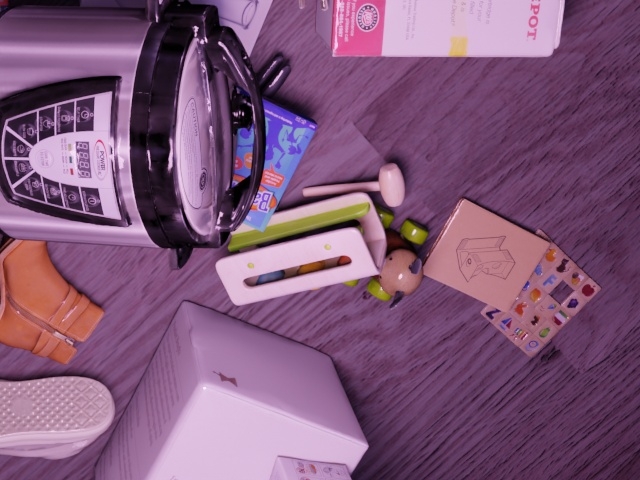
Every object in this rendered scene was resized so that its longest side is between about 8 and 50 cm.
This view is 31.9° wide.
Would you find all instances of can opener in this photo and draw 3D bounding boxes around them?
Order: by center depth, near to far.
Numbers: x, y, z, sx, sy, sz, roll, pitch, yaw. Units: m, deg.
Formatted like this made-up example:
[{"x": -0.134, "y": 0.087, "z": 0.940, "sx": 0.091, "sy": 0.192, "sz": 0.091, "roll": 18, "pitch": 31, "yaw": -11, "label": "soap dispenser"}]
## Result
[{"x": -0.115, "y": -0.237, "z": 1.922, "sx": 0.186, "sy": 0.059, "sz": 0.073, "roll": -57, "pitch": 156, "yaw": 18, "label": "can opener"}]

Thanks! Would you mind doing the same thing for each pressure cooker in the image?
[{"x": -0.288, "y": -0.175, "z": 1.685, "sx": 0.420, "sy": 0.376, "sz": 0.370, "roll": 4, "pitch": 157, "yaw": 10, "label": "pressure cooker"}]

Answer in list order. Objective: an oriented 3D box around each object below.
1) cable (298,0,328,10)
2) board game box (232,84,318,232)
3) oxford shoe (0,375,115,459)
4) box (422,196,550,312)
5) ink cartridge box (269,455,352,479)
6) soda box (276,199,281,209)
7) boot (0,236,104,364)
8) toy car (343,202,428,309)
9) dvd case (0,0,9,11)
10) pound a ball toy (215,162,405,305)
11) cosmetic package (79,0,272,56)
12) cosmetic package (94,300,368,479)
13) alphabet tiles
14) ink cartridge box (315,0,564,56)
[{"x": -0.038, "y": -0.496, "z": 1.717, "sx": 0.139, "sy": 0.072, "sz": 0.287, "roll": 11, "pitch": 115, "yaw": 6, "label": "cable"}, {"x": -0.123, "y": -0.140, "z": 1.894, "sx": 0.160, "sy": 0.047, "sz": 0.210, "roll": 23, "pitch": 104, "yaw": -16, "label": "board game box"}, {"x": -0.595, "y": 0.317, "z": 2.000, "sx": 0.449, "sy": 0.169, "sz": 0.130, "roll": 3, "pitch": 147, "yaw": -12, "label": "oxford shoe"}, {"x": 0.312, "y": 0.031, "z": 2.131, "sx": 0.201, "sy": 0.021, "sz": 0.164, "roll": 25, "pitch": 104, "yaw": -16, "label": "box"}, {"x": -0.017, "y": 0.542, "z": 1.760, "sx": 0.130, "sy": 0.309, "sz": 0.272, "roll": 11, "pitch": 111, "yaw": -19, "label": "ink cartridge box"}, {"x": -0.079, "y": -0.144, "z": 1.966, "sx": 0.060, "sy": 0.053, "sz": 0.169, "roll": 15, "pitch": 107, "yaw": -17, "label": "soda box"}, {"x": -0.469, "y": 0.080, "z": 1.941, "sx": 0.220, "sy": 0.109, "sz": 0.283, "roll": 31, "pitch": 104, "yaw": -20, "label": "boot"}, {"x": 0.126, "y": 0.048, "z": 2.014, "sx": 0.148, "sy": 0.188, "sz": 0.155, "roll": 24, "pitch": 105, "yaw": -20, "label": "toy car"}, {"x": -0.543, "y": -0.355, "z": 1.803, "sx": 0.087, "sy": 0.013, "sz": 0.120, "roll": -5, "pitch": 112, "yaw": -10, "label": "dvd case"}, {"x": 0.000, "y": 0.000, "z": 1.976, "sx": 0.319, "sy": 0.208, "sz": 0.136, "roll": -13, "pitch": 120, "yaw": 19, "label": "pound a ball toy"}, {"x": -0.186, "y": -0.499, "z": 1.779, "sx": 0.284, "sy": 0.097, "sz": 0.377, "roll": 18, "pitch": 107, "yaw": -21, "label": "cosmetic package"}, {"x": -0.175, "y": 0.388, "z": 2.010, "sx": 0.327, "sy": 0.329, "sz": 0.394, "roll": 24, "pitch": 106, "yaw": -20, "label": "cosmetic package"}, {"x": 0.407, "y": 0.095, "z": 2.194, "sx": 0.237, "sy": 0.009, "sz": 0.198, "roll": 40, "pitch": 99, "yaw": -23, "label": "alphabet tiles"}, {"x": 0.198, "y": -0.453, "z": 1.842, "sx": 0.384, "sy": 0.160, "sz": 0.279, "roll": -1, "pitch": 112, "yaw": -11, "label": "ink cartridge box"}]
